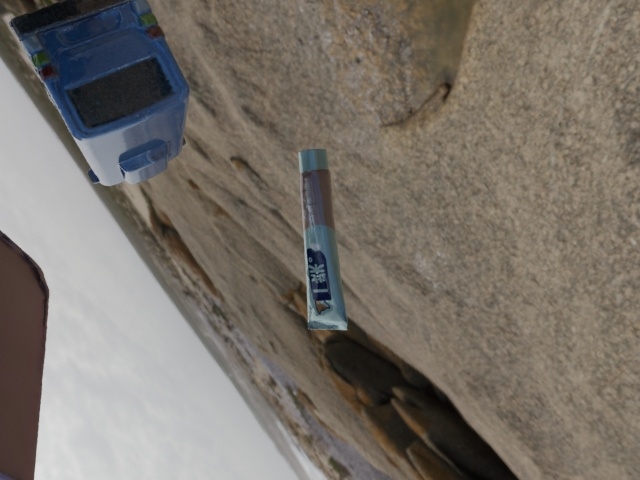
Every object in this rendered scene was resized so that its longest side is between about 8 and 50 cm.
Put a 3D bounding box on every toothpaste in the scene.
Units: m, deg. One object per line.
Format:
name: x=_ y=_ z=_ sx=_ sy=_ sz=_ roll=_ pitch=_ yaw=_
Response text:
toothpaste: x=0.000 y=0.000 z=0.641 sx=0.056 sy=0.036 sz=0.205 roll=-5 pitch=89 yaw=38

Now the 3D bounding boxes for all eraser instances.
eraser: x=-0.437 y=0.095 z=0.616 sx=0.272 sy=0.122 sz=0.359 roll=54 pitch=-175 yaw=-38

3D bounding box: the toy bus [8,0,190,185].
toy bus: x=-0.202 y=-0.135 z=0.557 sx=0.133 sy=0.116 sz=0.234 roll=62 pitch=164 yaw=-3
